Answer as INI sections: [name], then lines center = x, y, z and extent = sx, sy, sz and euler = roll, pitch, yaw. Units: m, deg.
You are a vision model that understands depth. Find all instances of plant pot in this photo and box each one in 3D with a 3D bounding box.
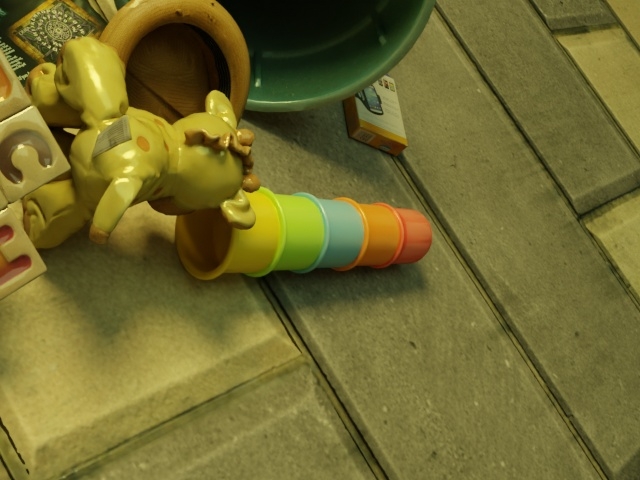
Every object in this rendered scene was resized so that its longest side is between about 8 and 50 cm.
[plant pot]
center = -0.052, -0.382, 1.108
extent = 0.341, 0.341, 0.334
euler = 27, 36, -26

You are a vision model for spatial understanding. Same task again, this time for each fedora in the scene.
[fedora]
center = -0.160, -0.164, 0.974
extent = 0.194, 0.194, 0.079
euler = -1, 21, -44

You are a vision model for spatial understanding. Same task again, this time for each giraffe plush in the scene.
[giraffe plush]
center = -0.145, -0.075, 0.844
extent = 0.170, 0.210, 0.181
euler = 3, 94, -41

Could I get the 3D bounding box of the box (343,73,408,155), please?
[box]
center = 0.067, -0.181, 1.271
extent = 0.081, 0.028, 0.136
euler = 19, 46, -32

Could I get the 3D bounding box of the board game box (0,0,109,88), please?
[board game box]
center = -0.282, -0.193, 0.952
extent = 0.126, 0.026, 0.186
euler = 47, 39, -3

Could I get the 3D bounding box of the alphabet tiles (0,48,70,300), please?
[alphabet tiles]
center = -0.349, -0.041, 0.643
extent = 0.342, 0.011, 0.285
euler = -36, 108, -31

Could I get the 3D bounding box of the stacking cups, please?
[stacking cups]
center = 0.000, 0.000, 1.022
extent = 0.316, 0.096, 0.096
euler = 5, 56, -45
